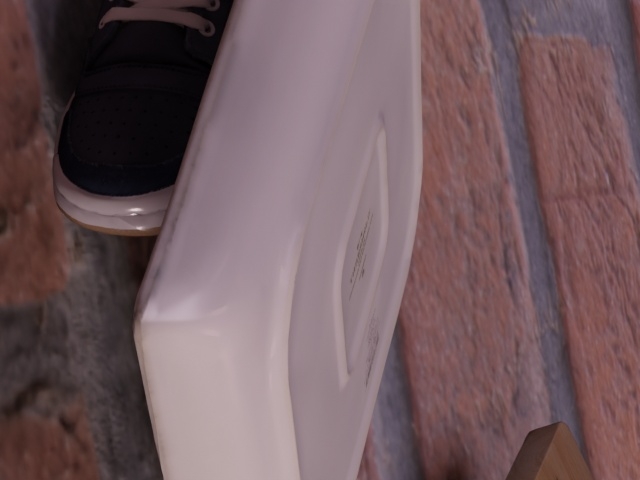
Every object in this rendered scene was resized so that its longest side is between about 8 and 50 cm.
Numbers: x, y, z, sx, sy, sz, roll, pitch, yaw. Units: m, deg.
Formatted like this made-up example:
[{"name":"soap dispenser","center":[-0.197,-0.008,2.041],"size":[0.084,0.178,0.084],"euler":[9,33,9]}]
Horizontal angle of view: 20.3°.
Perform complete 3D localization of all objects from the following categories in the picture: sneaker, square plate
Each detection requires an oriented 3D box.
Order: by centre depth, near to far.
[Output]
[{"name":"sneaker","center":[-0.058,-0.136,0.830],"size":[0.282,0.099,0.153],"euler":[-65,159,-47]},{"name":"square plate","center":[0.000,0.000,0.844],"size":[0.344,0.049,0.347],"euler":[84,18,-52]}]

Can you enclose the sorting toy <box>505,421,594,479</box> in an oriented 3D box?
[{"name":"sorting toy","center":[0.127,0.282,1.044],"size":[0.257,0.089,0.255],"euler":[63,28,-13]}]
